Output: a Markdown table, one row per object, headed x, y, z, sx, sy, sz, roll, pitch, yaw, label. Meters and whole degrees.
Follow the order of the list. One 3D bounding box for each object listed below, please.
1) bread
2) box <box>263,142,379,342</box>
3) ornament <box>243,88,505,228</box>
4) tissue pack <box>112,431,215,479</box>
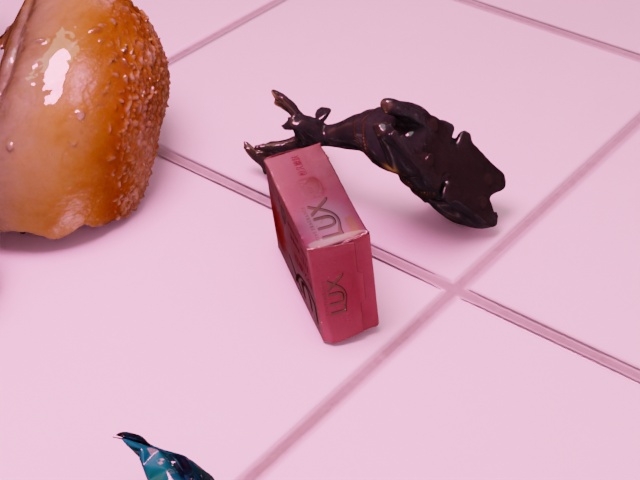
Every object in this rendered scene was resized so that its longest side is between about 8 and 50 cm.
| x | y | z | sx | sy | sz | roll | pitch | yaw | label |
| --- | --- | --- | --- | --- | --- | --- | --- | --- | --- |
| -0.233 | -0.159 | 1.193 | 0.171 | 0.192 | 0.314 | 12 | 34 | -8 | bread |
| 0.000 | 0.000 | 1.063 | 0.060 | 0.111 | 0.156 | -16 | 38 | -8 | box |
| 0.042 | -0.081 | 1.180 | 0.236 | 0.202 | 0.080 | 4 | 70 | 44 | ornament |
| -0.084 | 0.183 | 0.849 | 0.028 | 0.085 | 0.138 | -48 | 53 | 4 | tissue pack |
